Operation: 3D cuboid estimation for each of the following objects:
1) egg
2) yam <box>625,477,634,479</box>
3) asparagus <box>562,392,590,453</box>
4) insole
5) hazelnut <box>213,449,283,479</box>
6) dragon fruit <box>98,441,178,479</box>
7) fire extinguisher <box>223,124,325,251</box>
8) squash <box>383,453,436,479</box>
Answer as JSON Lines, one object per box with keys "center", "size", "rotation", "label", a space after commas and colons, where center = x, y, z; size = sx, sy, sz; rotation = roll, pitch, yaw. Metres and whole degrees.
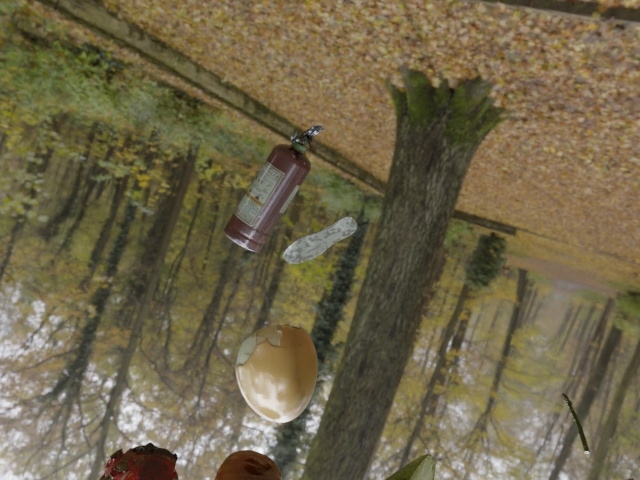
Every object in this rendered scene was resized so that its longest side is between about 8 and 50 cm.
{"center": [-0.103, 0.319, 1.331], "size": [0.201, 0.244, 0.201], "rotation": [-9, -178, 0], "label": "egg"}
{"center": [0.375, 0.349, 0.713], "size": [0.043, 0.094, 0.043], "rotation": [51, -166, -19], "label": "yam"}
{"center": [0.565, 0.398, 1.215], "size": [0.016, 0.016, 0.162], "rotation": [-14, -147, 13], "label": "asparagus"}
{"center": [0.000, 0.000, 1.319], "size": [0.065, 0.194, 0.006], "rotation": [61, 180, -27], "label": "insole"}
{"center": [-0.174, 0.584, 1.317], "size": [0.182, 0.182, 0.182], "rotation": [18, -177, -1], "label": "hazelnut"}
{"center": [-0.391, 0.518, 1.174], "size": [0.172, 0.160, 0.167], "rotation": [-28, 168, 36], "label": "dragon fruit"}
{"center": [-0.066, -0.088, 0.879], "size": [0.071, 0.231, 0.099], "rotation": [29, -168, -26], "label": "fire extinguisher"}
{"center": [0.160, 0.581, 1.109], "size": [0.189, 0.261, 0.189], "rotation": [57, -179, -2], "label": "squash"}
